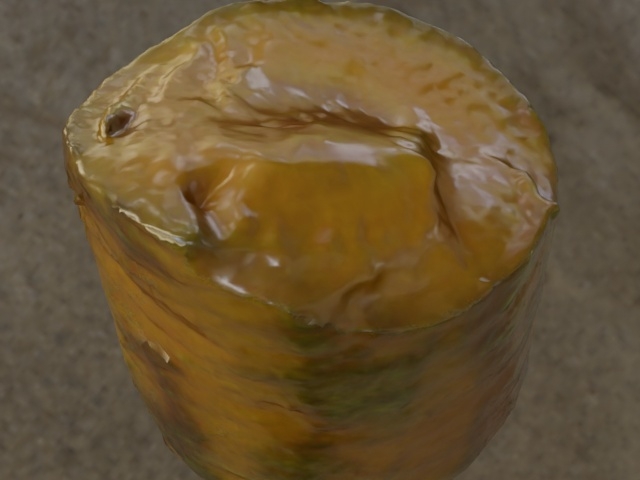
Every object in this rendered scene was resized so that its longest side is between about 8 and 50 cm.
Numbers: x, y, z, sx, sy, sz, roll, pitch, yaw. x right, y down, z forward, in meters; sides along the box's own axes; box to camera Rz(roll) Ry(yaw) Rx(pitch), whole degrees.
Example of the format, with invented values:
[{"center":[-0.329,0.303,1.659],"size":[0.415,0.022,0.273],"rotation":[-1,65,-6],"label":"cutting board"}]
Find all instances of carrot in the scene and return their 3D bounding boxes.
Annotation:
[{"center":[0.000,0.000,0.890],"size":[0.242,0.340,0.241],"rotation":[-1,58,1],"label":"carrot"}]
